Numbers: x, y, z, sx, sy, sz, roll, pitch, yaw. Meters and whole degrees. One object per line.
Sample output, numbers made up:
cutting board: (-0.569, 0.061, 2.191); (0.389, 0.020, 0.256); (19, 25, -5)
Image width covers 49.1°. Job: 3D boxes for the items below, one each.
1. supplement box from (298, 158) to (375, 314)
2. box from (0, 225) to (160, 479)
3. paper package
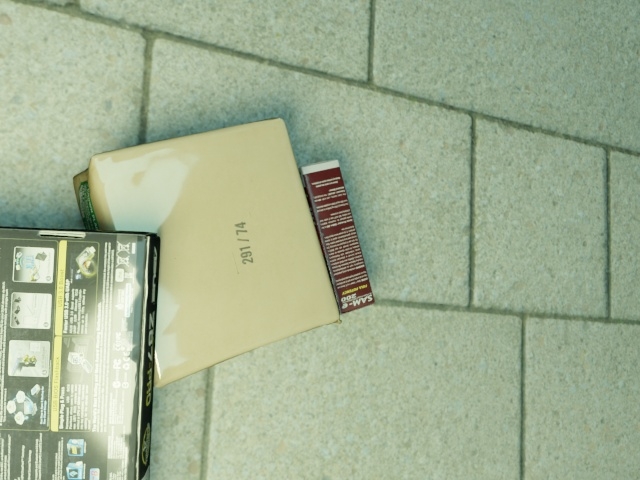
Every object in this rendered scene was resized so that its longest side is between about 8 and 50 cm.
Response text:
supplement box: (0.000, 0.000, 1.149); (0.073, 0.130, 0.239); (-16, 91, -29)
box: (-0.366, 0.180, 0.852); (0.318, 0.097, 0.395); (2, 91, -4)
paper package: (-0.167, 0.013, 1.036); (0.309, 0.168, 0.325); (-17, 93, -29)
